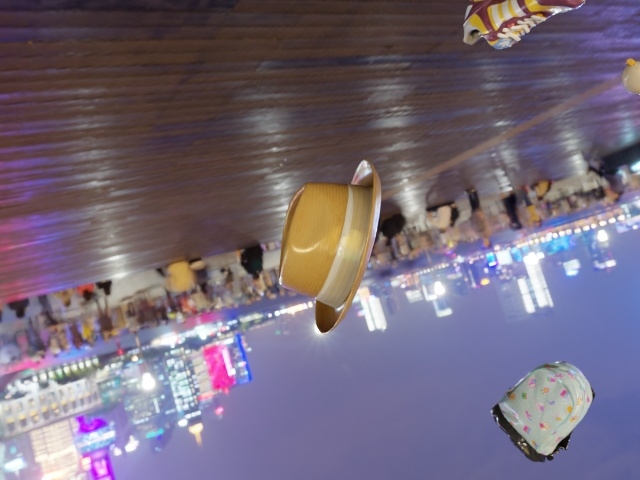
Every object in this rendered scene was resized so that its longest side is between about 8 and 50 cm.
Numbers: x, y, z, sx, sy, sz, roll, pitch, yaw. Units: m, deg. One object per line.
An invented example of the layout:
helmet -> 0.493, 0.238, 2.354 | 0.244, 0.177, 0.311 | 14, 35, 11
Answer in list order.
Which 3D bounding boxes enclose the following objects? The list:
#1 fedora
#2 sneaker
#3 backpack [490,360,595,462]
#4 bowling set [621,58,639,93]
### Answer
fedora -> 0.000, 0.000, 0.646 | 0.079, 0.194, 0.194 | 14, 168, -10
sneaker -> 0.263, -0.292, 0.801 | 0.070, 0.083, 0.185 | 7, -167, -28
backpack -> 0.426, 0.315, 1.153 | 0.115, 0.152, 0.182 | 2, 129, -52
bowling set -> 0.568, -0.209, 0.939 | 0.154, 0.287, 0.200 | -20, -155, 28
